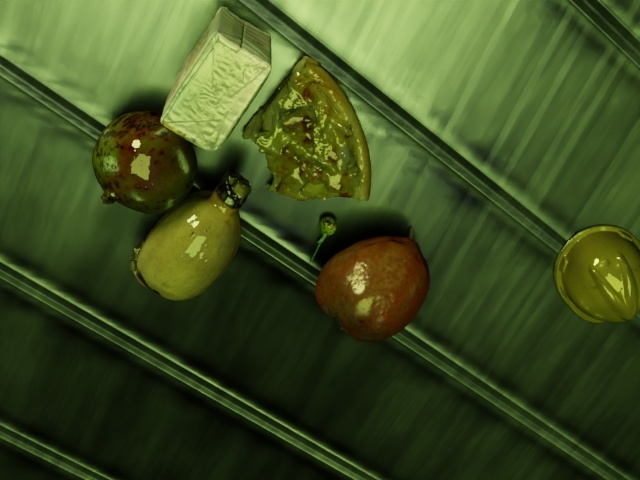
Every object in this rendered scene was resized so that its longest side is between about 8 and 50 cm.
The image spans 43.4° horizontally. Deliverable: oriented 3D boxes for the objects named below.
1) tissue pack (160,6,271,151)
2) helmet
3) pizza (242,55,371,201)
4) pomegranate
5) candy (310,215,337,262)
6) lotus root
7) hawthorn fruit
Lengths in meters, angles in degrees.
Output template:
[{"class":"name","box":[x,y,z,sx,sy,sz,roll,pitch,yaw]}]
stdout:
[{"class":"tissue pack","box":[-0.177,-0.285,1.406,0.124,0.225,0.185,29,111,-17]},{"class":"helmet","box":[0.628,0.102,1.732,0.205,0.140,0.257,-25,114,9]},{"class":"pizza","box":[-0.025,-0.182,1.556,0.223,0.089,0.323,-23,117,4]},{"class":"pomegranate","box":[-0.296,-0.148,1.497,0.246,0.198,0.198,-9,120,-21]},{"class":"candy","box":[0.000,0.000,1.687,0.035,0.035,0.123,11,127,-23]},{"class":"lotus root","box":[-0.236,-0.013,1.571,0.183,0.182,0.310,34,110,-20]},{"class":"hawthorn fruit","box":[0.122,0.077,1.651,0.210,0.210,0.262,43,83,-23]}]
